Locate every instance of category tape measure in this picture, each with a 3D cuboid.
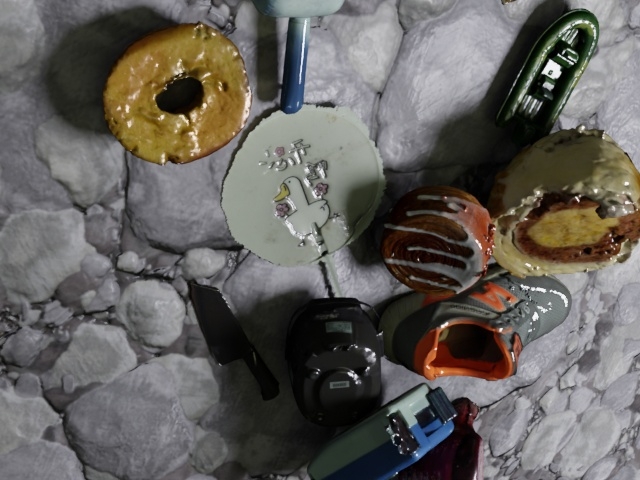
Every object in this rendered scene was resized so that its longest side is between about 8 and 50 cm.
[{"bbox_3d":[0.047,0.332,1.417,0.351,0.098,0.215,-36,170,34],"label":"tape measure"}]

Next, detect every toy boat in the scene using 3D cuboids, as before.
[{"bbox_3d":[0.326,-0.232,1.338,0.104,0.052,0.210,22,104,-30],"label":"toy boat"}]

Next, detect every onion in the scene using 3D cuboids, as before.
[{"bbox_3d":[0.205,0.357,1.518,0.195,0.139,0.218,50,43,-57],"label":"onion"}]

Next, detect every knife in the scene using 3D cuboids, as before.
[{"bbox_3d":[-0.126,0.144,1.316,0.060,0.028,0.230,-26,121,1],"label":"knife"}]

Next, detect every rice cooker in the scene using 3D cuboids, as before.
[{"bbox_3d":[0.021,0.173,1.333,0.142,0.118,0.203,-4,123,-3],"label":"rice cooker"}]

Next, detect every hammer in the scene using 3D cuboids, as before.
[{"bbox_3d":[-0.032,-0.247,1.151,0.116,0.069,0.194,-7,121,-24],"label":"hammer"}]

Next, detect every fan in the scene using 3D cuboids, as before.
[{"bbox_3d":[0.000,0.000,1.312,0.233,0.012,0.415,-22,121,-8],"label":"fan"}]

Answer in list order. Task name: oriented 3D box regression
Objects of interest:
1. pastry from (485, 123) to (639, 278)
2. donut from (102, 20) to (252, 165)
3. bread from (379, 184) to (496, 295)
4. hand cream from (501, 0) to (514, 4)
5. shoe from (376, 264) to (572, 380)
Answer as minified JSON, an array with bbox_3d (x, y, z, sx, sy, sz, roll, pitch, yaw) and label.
[{"bbox_3d":[0.359,-0.060,1.367,0.236,0.170,0.256,-16,152,29],"label":"pastry"},{"bbox_3d":[-0.175,-0.176,1.114,0.178,0.065,0.162,-16,114,-18],"label":"donut"},{"bbox_3d":[0.163,0.002,1.306,0.160,0.073,0.161,11,128,15],"label":"bread"},{"bbox_3d":[0.255,-0.398,1.238,0.062,0.039,0.163,-25,128,-16],"label":"hand cream"},{"bbox_3d":[0.264,0.137,1.411,0.336,0.171,0.133,-10,117,-21],"label":"shoe"}]
